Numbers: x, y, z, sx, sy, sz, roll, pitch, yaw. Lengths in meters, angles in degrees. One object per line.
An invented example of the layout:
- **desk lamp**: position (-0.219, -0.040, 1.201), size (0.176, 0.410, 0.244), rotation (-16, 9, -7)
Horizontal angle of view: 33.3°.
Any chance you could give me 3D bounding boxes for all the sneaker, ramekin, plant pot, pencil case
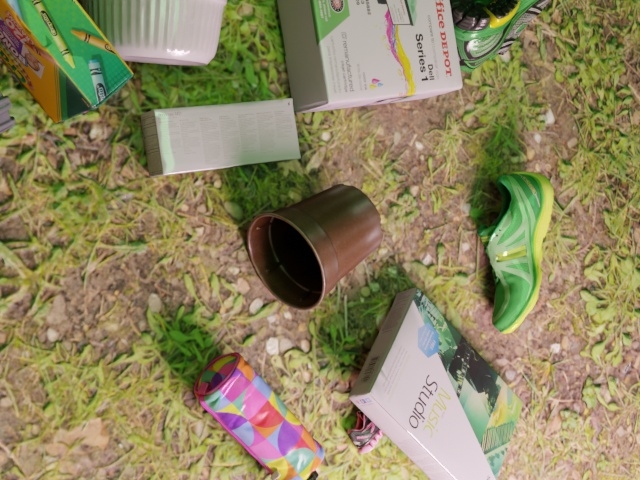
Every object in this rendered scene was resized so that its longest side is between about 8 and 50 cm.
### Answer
- **sneaker**: position (0.089, 0.296, 1.784), size (0.057, 0.047, 0.119), rotation (47, 64, -9)
- **ramekin**: position (-0.237, -0.309, 1.516), size (0.207, 0.207, 0.109), rotation (-1, 98, -32)
- **plant pot**: position (0.000, 0.000, 1.679), size (0.165, 0.167, 0.167), rotation (-32, 104, -37)
- **pencil case**: position (-0.092, 0.280, 1.639), size (0.104, 0.104, 0.236), rotation (-47, 110, -24)
- **sneaker**: position (0.320, -0.418, 1.922), size (0.134, 0.146, 0.343), rotation (36, 49, 20)
- **sneaker**: position (0.336, 0.020, 1.925), size (0.123, 0.109, 0.296), rotation (10, 84, -8)

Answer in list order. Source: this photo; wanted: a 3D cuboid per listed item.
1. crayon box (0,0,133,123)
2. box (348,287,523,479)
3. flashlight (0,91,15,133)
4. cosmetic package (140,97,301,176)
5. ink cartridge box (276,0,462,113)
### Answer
- **crayon box**: position (-0.391, -0.297, 1.437), size (0.081, 0.165, 0.278), rotation (-46, 110, -24)
- **box**: position (0.204, 0.270, 1.812), size (0.322, 0.058, 0.232), rotation (47, 50, -23)
- **flashlight**: position (-0.544, -0.122, 1.372), size (0.304, 0.103, 0.103), rotation (-35, 111, -27)
- **cosmetic package**: position (-0.151, -0.159, 1.641), size (0.239, 0.060, 0.099), rotation (-9, 95, -32)
- **ink cartridge box**: position (0.084, -0.327, 1.759), size (0.278, 0.117, 0.201), rotation (-11, 94, -32)
